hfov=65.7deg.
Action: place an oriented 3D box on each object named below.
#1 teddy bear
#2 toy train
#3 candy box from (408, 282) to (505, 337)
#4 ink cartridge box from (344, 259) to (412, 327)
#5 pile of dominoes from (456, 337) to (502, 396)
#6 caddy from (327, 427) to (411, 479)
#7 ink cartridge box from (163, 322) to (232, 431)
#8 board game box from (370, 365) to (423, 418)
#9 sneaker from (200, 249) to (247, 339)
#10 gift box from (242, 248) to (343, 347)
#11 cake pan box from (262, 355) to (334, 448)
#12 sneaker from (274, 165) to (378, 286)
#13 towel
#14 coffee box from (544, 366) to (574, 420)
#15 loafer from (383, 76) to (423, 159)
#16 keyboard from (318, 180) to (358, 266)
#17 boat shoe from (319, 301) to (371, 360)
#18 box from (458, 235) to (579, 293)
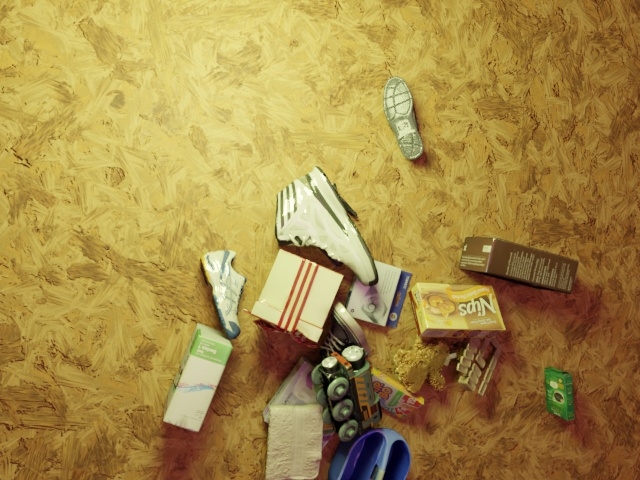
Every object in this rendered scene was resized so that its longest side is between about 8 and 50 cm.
[{"bbox_3d":[0.417,0.430,1.848,0.338,0.113,0.245,-41,108,-18],"label":"teddy bear"},{"bbox_3d":[0.092,0.497,1.612,0.190,0.142,0.333,-25,117,-26],"label":"toy train"},{"bbox_3d":[0.499,0.258,1.821,0.317,0.087,0.182,4,56,-15],"label":"candy box"},{"bbox_3d":[0.215,0.193,1.806,0.224,0.045,0.223,17,87,-15],"label":"ink cartridge box"},{"bbox_3d":[0.591,0.444,1.877,0.196,0.040,0.251,51,56,-24],"label":"pile of dominoes"},{"bbox_3d":[0.172,0.813,1.744,0.242,0.179,0.341,24,85,-15],"label":"caddy"},{"bbox_3d":[-0.390,0.427,1.572,0.117,0.201,0.278,23,86,-15],"label":"ink cartridge box"},{"bbox_3d":[0.234,0.548,1.793,0.260,0.039,0.124,35,124,-11],"label":"board game box"},{"bbox_3d":[-0.293,0.169,1.620,0.131,0.112,0.296,-15,83,-21],"label":"sneaker"},{"bbox_3d":[-0.083,0.186,1.593,0.255,0.276,0.258,22,87,8],"label":"gift box"},{"bbox_3d":[-0.034,0.570,1.725,0.246,0.070,0.266,35,92,-12],"label":"cake pan box"},{"bbox_3d":[0.000,0.000,1.685,0.258,0.169,0.447,-31,92,3],"label":"sneaker"},{"bbox_3d":[-0.090,0.688,1.677,0.187,0.049,0.281,1,99,-11],"label":"towel"},{"bbox_3d":[0.953,0.609,1.980,0.041,0.113,0.184,-6,92,-18],"label":"coffee box"},{"bbox_3d":[0.301,-0.438,1.803,0.109,0.095,0.302,-15,91,16],"label":"loafer"},{"bbox_3d":[0.030,-0.079,1.759,0.201,0.033,0.317,-43,102,-3],"label":"keyboard"},{"bbox_3d":[0.064,0.340,1.655,0.158,0.127,0.340,-35,141,-7],"label":"boat shoe"},{"bbox_3d":[0.744,0.091,1.869,0.382,0.191,0.143,16,87,-14],"label":"box"}]
